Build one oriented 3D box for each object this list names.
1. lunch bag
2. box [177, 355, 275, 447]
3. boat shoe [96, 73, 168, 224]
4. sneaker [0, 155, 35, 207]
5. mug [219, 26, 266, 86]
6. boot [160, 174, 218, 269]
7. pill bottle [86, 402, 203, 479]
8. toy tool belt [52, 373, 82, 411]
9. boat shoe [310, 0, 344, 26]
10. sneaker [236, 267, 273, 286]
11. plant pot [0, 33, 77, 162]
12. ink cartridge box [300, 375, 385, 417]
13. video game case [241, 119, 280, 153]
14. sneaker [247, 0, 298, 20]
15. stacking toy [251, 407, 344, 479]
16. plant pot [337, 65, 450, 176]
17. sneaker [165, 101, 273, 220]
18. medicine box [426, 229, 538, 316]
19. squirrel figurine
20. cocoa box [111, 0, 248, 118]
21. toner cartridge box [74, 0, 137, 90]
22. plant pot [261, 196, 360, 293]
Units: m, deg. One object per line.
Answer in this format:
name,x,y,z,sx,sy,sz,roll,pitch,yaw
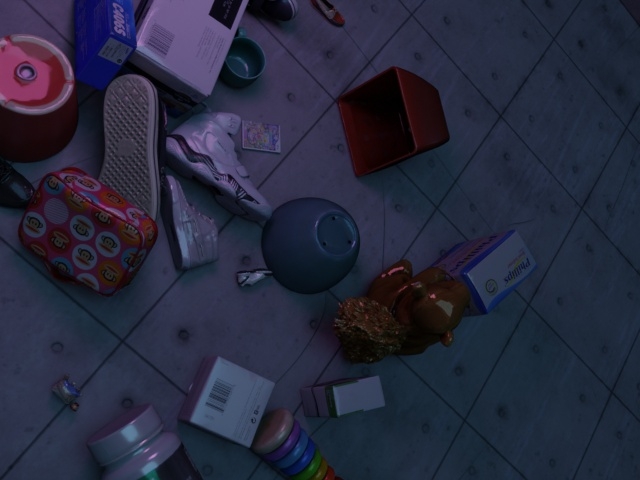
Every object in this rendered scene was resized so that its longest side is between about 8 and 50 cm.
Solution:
lunch bag,-0.562,-0.004,1.548,0.293,0.120,0.258,35,109,-1
box,-0.246,0.421,1.695,0.182,0.119,0.180,30,67,-20
boat shoe,-0.480,-0.165,1.658,0.187,0.156,0.499,6,93,5
sneaker,-0.799,-0.171,1.536,0.267,0.106,0.101,37,64,-18
mug,-0.232,-0.528,1.907,0.129,0.097,0.157,35,65,-17
boot,-0.353,-0.055,1.763,0.123,0.095,0.258,-12,93,-36
pill bottle,-0.389,0.587,1.539,0.204,0.204,0.361,-31,95,-29
toy tool belt,-0.600,0.365,1.560,0.051,0.052,0.083,-45,102,-19
boat shoe,0.029,-0.754,2.121,0.137,0.043,0.049,36,64,-18
sneaker,-0.187,0.104,1.842,0.109,0.040,0.043,-7,99,-25
plant pot,-0.703,-0.350,1.543,0.275,0.243,0.274,6,77,-26
ink cartridge box,0.057,0.434,1.801,0.153,0.208,0.086,-6,80,-29
video game case,-0.178,-0.310,1.941,0.122,0.011,0.087,3,78,-27
sneaker,-0.223,-0.753,1.945,0.321,0.126,0.127,37,60,-4
stacking toy,-0.037,0.611,1.770,0.330,0.141,0.141,49,62,-18
plant pot,0.252,-0.372,2.052,0.236,0.267,0.267,-10,85,-41
sneaker,-0.253,-0.224,1.811,0.366,0.137,0.210,36,69,-13
medicine box,0.476,0.112,2.036,0.263,0.289,0.149,-35,97,-29
squirrel figurine,0.235,0.227,1.820,0.397,0.370,0.281,-24,92,-15
cocoa box,-0.383,-0.551,1.747,0.231,0.228,0.347,29,68,-30
toner cartridge box,-0.544,-0.554,1.627,0.075,0.165,0.347,23,41,-42
plant pot,0.000,0.000,1.866,0.290,0.195,0.290,6,77,-26
